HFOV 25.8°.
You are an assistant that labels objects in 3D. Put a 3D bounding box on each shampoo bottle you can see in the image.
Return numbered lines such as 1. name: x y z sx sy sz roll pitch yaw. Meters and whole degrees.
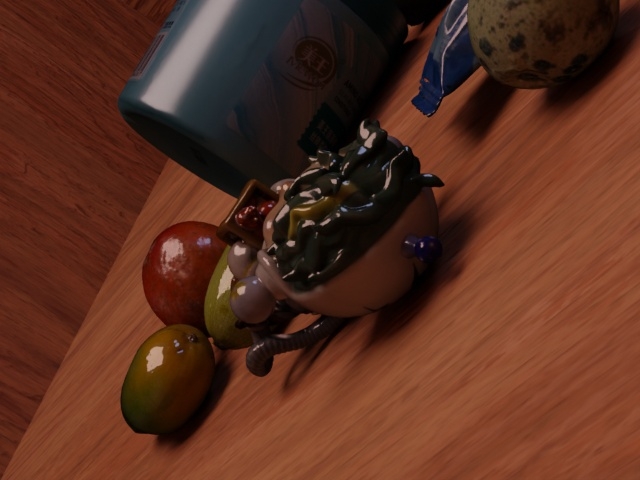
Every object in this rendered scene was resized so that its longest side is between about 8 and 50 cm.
1. shampoo bottle: -0.093 -0.258 2.137 0.342 0.331 0.331 -58 13 -8

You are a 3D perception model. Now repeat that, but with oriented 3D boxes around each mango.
1. mango: -0.216 0.202 1.957 0.251 0.114 0.156 124 162 -68

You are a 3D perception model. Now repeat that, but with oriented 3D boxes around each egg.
1. egg: 0.212 -0.218 1.369 0.141 0.141 0.181 -61 6 -24

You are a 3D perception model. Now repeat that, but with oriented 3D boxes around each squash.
1. squash: -0.088 0.058 1.819 0.186 0.123 0.123 -59 13 -16

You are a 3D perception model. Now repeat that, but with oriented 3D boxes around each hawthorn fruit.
1. hawthorn fruit: -0.176 0.056 2.018 0.173 0.173 0.173 -51 14 18

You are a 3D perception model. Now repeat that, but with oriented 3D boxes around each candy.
1. candy: 0.199 -0.282 1.569 0.331 0.077 0.187 -53 8 11

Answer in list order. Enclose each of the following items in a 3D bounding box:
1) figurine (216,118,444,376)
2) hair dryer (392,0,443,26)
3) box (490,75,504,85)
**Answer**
1. figurine: 0.000 -0.004 1.500 0.261 0.186 0.382 -64 14 -19
2. hair dryer: 0.207 -0.454 2.146 0.197 0.089 0.251 -46 7 44
3. box: 0.247 -0.266 1.592 0.177 0.036 0.115 -52 14 18
